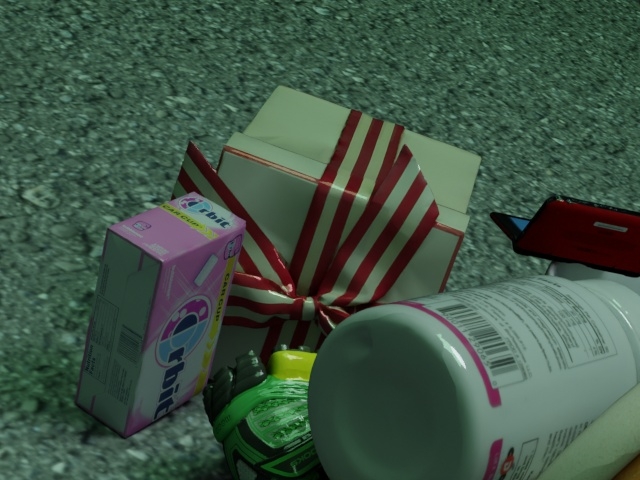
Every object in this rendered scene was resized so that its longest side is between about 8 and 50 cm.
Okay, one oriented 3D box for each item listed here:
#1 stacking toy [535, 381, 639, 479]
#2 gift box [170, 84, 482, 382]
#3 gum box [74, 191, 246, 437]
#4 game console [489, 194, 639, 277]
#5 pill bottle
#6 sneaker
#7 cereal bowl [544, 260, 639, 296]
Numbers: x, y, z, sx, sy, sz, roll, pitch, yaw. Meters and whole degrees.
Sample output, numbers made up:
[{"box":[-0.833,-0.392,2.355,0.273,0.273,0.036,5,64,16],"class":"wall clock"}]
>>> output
[{"box":[0.375,0.307,1.121,0.350,0.351,0.480,-9,50,-48],"class":"stacking toy"},{"box":[0.000,0.000,1.496,0.255,0.276,0.258,15,24,5],"class":"gift box"},{"box":[-0.135,0.065,1.350,0.062,0.188,0.107,31,33,25],"class":"gum box"},{"box":[0.260,-0.020,1.615,0.144,0.124,0.085,11,49,-18],"class":"game console"},{"box":[0.138,0.111,1.232,0.160,0.160,0.283,35,28,34],"class":"pill bottle"},{"box":[0.063,0.189,1.335,0.343,0.134,0.146,8,50,-33],"class":"sneaker"},{"box":[0.357,0.144,1.600,0.339,0.141,0.339,16,24,-7],"class":"cereal bowl"}]
